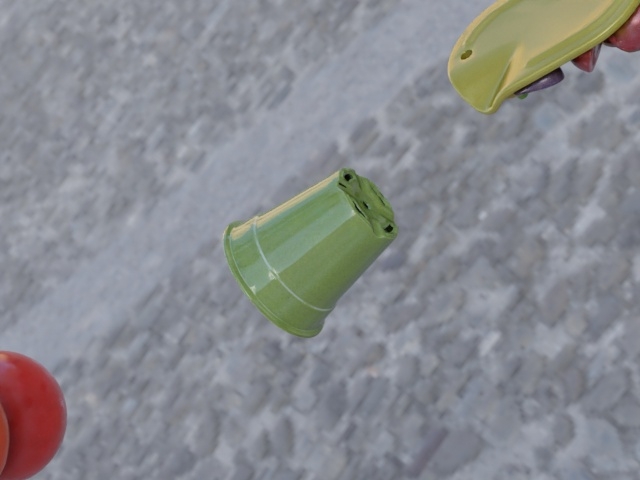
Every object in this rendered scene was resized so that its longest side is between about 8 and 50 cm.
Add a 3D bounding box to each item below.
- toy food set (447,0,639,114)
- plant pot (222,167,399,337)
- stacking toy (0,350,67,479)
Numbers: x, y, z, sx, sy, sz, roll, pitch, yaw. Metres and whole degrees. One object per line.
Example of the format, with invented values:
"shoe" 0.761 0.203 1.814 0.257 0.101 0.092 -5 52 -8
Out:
"toy food set" 0.211 -0.165 1.183 0.218 0.071 0.128 -29 35 21
"plant pot" 0.000 0.000 0.854 0.079 0.083 0.083 -40 32 24
"stacking toy" -0.256 0.124 0.866 0.141 0.141 0.330 -39 -11 22
